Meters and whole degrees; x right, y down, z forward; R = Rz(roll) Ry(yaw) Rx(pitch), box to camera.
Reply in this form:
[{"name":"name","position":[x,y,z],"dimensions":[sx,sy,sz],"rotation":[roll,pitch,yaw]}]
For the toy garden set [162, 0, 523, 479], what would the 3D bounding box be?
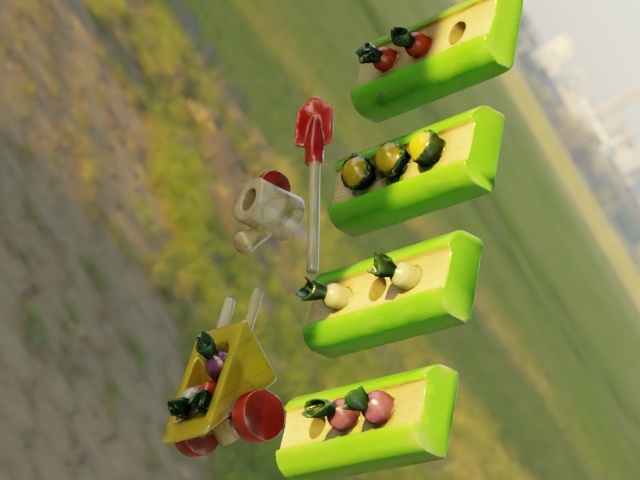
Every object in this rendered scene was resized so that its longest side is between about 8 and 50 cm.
[{"name":"toy garden set","position":[0.000,0.000,0.993],"dimensions":[0.049,0.203,0.244],"rotation":[26,64,-31]}]
